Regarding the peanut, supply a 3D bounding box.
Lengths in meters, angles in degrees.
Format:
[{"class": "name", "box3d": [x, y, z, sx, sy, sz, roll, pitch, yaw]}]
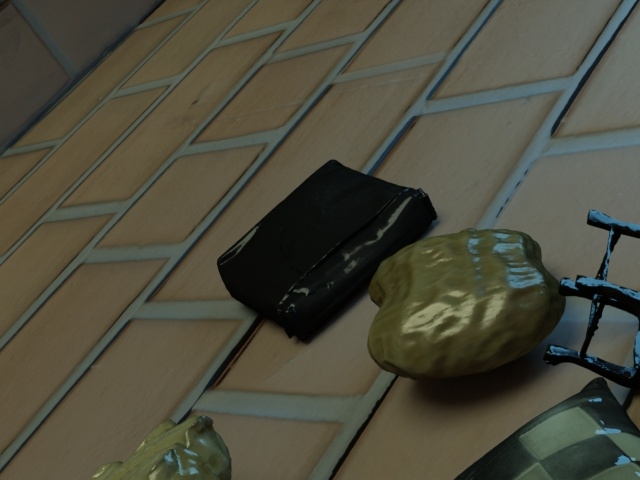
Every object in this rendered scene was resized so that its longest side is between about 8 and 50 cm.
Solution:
[{"class": "peanut", "box3d": [0.139, 0.056, 1.109, 0.197, 0.110, 0.233, -20, 29, 11]}]

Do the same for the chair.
[{"class": "chair", "box3d": [0.319, 0.064, 0.935, 0.229, 0.113, 0.106, 16, 44, 9]}]

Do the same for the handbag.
[{"class": "handbag", "box3d": [0.000, 0.000, 1.395, 0.247, 0.080, 0.223, -42, 28, -14]}]

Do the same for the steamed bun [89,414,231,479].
[{"class": "steamed bun", "box3d": [-0.180, 0.296, 1.001, 0.292, 0.137, 0.295, -43, 9, -23]}]

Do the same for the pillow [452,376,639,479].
[{"class": "pillow", "box3d": [0.191, 0.205, 0.805, 0.186, 0.106, 0.250, -34, 22, -1]}]
